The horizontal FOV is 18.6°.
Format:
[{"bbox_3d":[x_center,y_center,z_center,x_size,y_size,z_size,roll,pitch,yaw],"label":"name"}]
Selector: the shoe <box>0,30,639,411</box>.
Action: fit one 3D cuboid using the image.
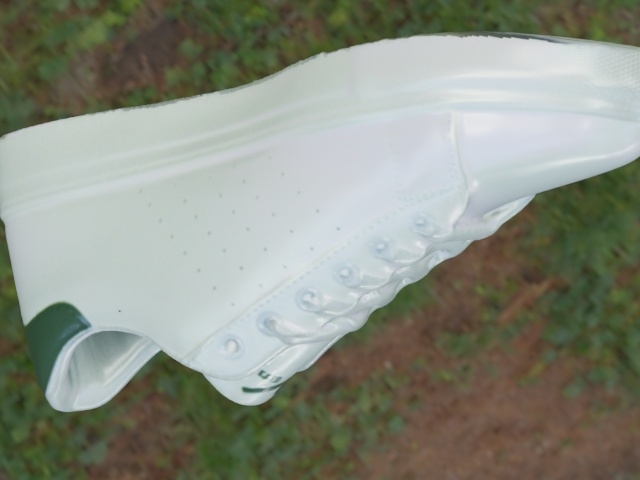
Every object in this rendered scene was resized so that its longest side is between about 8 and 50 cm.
[{"bbox_3d":[0.000,0.000,0.666,0.095,0.265,0.110,8,78,-54],"label":"shoe"}]
